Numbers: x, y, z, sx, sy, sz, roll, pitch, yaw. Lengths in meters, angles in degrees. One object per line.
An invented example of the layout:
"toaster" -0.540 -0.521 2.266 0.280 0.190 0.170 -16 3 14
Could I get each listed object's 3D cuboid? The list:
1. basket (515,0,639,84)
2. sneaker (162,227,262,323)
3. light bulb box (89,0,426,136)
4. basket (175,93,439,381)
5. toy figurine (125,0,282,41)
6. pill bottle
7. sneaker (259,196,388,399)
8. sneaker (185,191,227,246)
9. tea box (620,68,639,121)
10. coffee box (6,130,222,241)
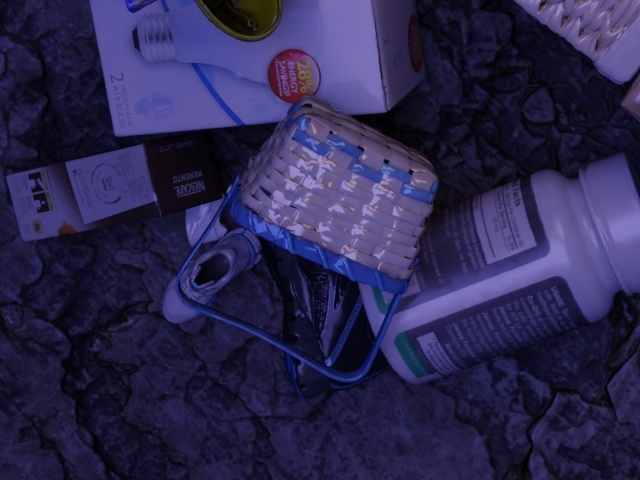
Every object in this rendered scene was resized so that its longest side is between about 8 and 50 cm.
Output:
"basket" 0.333 -0.410 1.524 0.266 0.328 0.331 32 121 -5
"sneaker" -0.166 0.055 1.894 0.071 0.083 0.190 48 121 4
"light bulb box" -0.083 -0.333 1.723 0.361 0.225 0.358 -4 106 18
"basket" 0.000 0.000 1.612 0.254 0.201 0.289 28 101 -10
"toy figurine" -0.199 -0.358 1.580 0.362 0.191 0.217 47 144 -10
"pill bottle" 0.244 0.033 1.740 0.361 0.204 0.204 -21 94 16
"sneaker" 0.001 0.035 1.863 0.139 0.125 0.341 -11 96 -10
"sneaker" -0.164 -0.070 1.907 0.061 0.054 0.152 -8 100 -1
"tea box" 0.537 -0.158 1.573 0.323 0.329 0.220 38 106 6
"coffee box" -0.276 -0.072 1.848 0.246 0.141 0.098 -9 96 34
